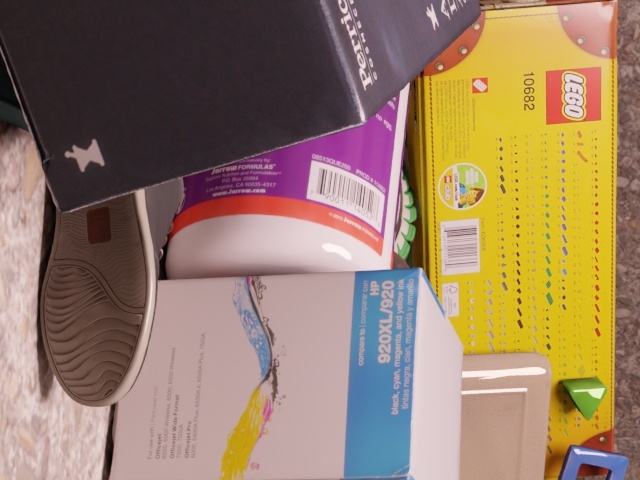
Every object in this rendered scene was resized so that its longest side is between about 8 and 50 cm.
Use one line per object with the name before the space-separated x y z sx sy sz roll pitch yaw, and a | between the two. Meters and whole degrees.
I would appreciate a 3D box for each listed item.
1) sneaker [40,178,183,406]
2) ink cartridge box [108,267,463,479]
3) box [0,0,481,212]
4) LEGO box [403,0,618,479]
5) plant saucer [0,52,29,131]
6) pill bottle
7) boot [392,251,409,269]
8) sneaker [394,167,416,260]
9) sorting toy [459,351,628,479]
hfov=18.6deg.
sneaker | -0.134 0.010 1.371 0.118 0.083 0.222 32 57 -69
ink cartridge box | -0.021 0.131 1.495 0.171 0.233 0.168 58 33 -61
box | -0.065 -0.225 1.295 0.395 0.212 0.293 -48 121 -68
LEGO box | 0.172 -0.049 2.020 0.372 0.193 0.500 -105 -168 -68
plant saucer | -0.205 -0.113 1.250 0.192 0.018 0.067 26 64 -74
pill bottle | -0.019 -0.091 1.610 0.181 0.182 0.323 63 30 -58
boot | 0.054 0.154 1.678 0.115 0.112 0.305 3 78 -84
sneaker | 0.000 0.000 1.764 0.146 0.134 0.343 71 24 -43
sorting toy | 0.125 0.201 1.884 0.047 0.348 0.196 -123 -147 -70
